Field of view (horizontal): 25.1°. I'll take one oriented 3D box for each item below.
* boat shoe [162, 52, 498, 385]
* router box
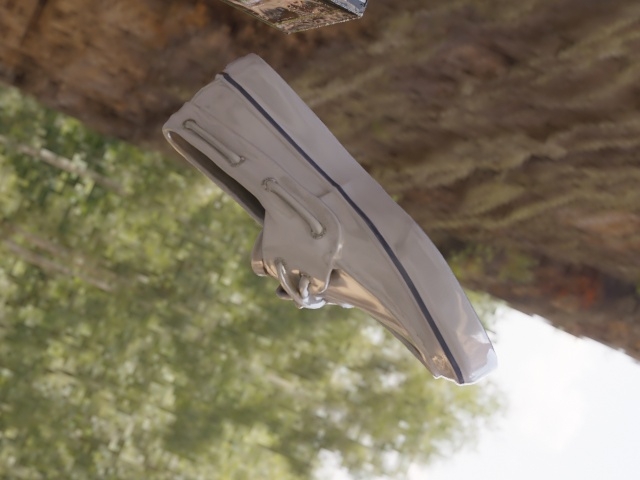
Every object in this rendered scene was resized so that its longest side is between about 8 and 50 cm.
[{"bbox_3d":[0.000,0.000,0.840,0.084,0.258,0.095,-36,148,-7],"label":"boat shoe"},{"bbox_3d":[-0.029,-0.203,1.126,0.122,0.092,0.038,1,-108,59],"label":"router box"}]
